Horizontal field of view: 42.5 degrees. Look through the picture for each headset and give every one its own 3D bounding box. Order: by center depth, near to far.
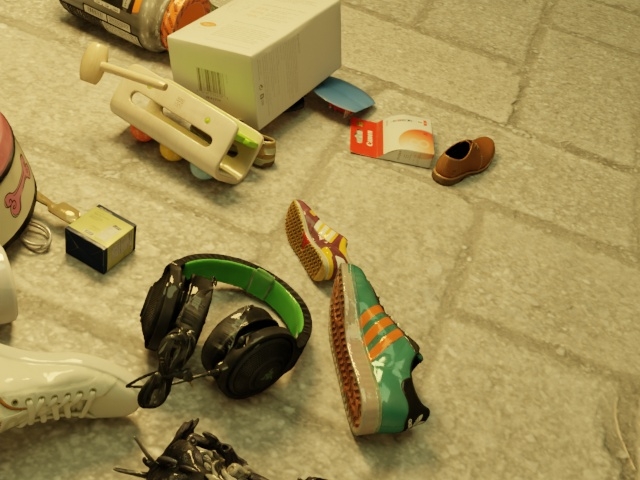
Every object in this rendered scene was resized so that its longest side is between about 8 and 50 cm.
[{"bbox_3d":[-0.146,0.114,1.185,0.243,0.185,0.394,29,29,7],"label":"headset"}]

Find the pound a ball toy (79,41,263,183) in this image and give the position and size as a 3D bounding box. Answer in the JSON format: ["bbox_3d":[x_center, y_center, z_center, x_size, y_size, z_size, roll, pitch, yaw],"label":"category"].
[{"bbox_3d":[-0.297,-0.230,1.558,0.319,0.135,0.208,32,7,19],"label":"pound a ball toy"}]

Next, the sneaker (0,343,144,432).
[{"bbox_3d":[-0.373,0.210,1.061,0.290,0.106,0.123,14,38,-21],"label":"sneaker"}]

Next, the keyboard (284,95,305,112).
[{"bbox_3d":[-0.069,-0.340,1.870,0.100,0.038,0.192,-13,43,0],"label":"keyboard"}]

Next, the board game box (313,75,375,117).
[{"bbox_3d":[0.043,-0.321,1.869,0.133,0.033,0.169,33,31,14],"label":"board game box"}]

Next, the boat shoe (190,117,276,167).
[{"bbox_3d":[-0.172,-0.217,1.655,0.190,0.072,0.068,22,41,8],"label":"boat shoe"}]

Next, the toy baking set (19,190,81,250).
[{"bbox_3d":[-0.545,-0.040,1.376,0.256,0.030,0.196,-19,56,-26],"label":"toy baking set"}]

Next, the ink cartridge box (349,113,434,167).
[{"bbox_3d":[0.156,-0.230,1.795,0.179,0.045,0.145,13,40,-7],"label":"ink cartridge box"}]

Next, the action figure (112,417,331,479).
[{"bbox_3d":[-0.123,0.321,1.013,0.276,0.141,0.164,6,42,32],"label":"action figure"}]

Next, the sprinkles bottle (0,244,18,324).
[{"bbox_3d":[-0.609,0.095,1.127,0.355,0.121,0.121,-13,48,-29],"label":"sprinkles bottle"}]

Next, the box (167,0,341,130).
[{"bbox_3d":[-0.129,-0.403,1.766,0.215,0.168,0.345,19,42,26],"label":"box"}]

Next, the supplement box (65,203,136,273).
[{"bbox_3d":[-0.364,-0.003,1.364,0.083,0.056,0.083,28,42,15],"label":"supplement box"}]

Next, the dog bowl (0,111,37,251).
[{"bbox_3d":[-0.667,-0.113,1.293,0.408,0.150,0.408,5,46,-5],"label":"dog bowl"}]

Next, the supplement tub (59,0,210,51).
[{"bbox_3d":[-0.422,-0.553,1.872,0.316,0.193,0.193,27,42,13],"label":"supplement tub"}]

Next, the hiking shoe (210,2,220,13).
[{"bbox_3d":[-0.329,-0.597,2.011,0.227,0.114,0.086,22,41,8],"label":"hiking shoe"}]

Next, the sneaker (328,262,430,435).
[{"bbox_3d":[0.088,0.165,1.280,0.121,0.108,0.302,3,50,-15],"label":"sneaker"}]

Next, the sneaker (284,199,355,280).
[{"bbox_3d":[0.000,0.000,1.473,0.084,0.069,0.185,-1,48,-31],"label":"sneaker"}]

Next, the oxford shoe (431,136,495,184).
[{"bbox_3d":[0.323,-0.188,1.774,0.076,0.076,0.212,33,42,23],"label":"oxford shoe"}]
